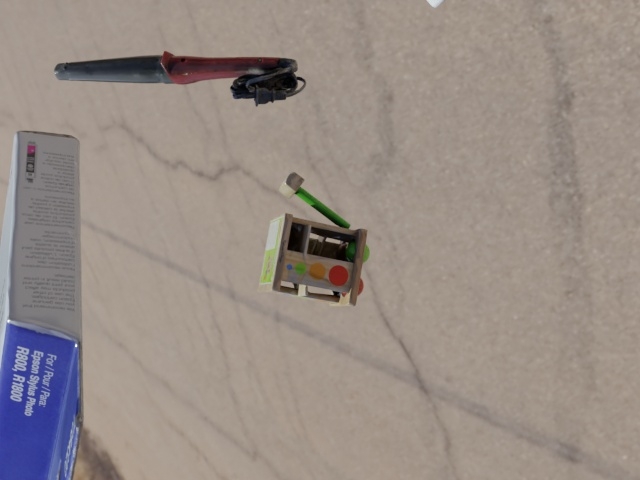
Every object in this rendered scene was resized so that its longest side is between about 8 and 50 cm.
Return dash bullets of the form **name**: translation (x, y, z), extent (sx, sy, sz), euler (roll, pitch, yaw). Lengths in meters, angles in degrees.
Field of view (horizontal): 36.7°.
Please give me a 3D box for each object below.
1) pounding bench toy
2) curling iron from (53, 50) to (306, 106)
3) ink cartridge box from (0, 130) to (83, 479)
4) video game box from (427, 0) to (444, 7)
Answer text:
- **pounding bench toy**: translation (0.000, 0.000, 0.657), extent (0.052, 0.065, 0.083), euler (162, 118, -76)
- **curling iron**: translation (-0.146, -0.168, 0.962), extent (0.274, 0.068, 0.035), euler (8, 120, 19)
- **ink cartridge box**: translation (-0.270, 0.125, 0.887), extent (0.330, 0.071, 0.324), euler (-104, 27, -46)
- **video game box**: translation (0.086, -0.297, 0.676), extent (0.205, 0.048, 0.187), euler (50, 142, -9)
